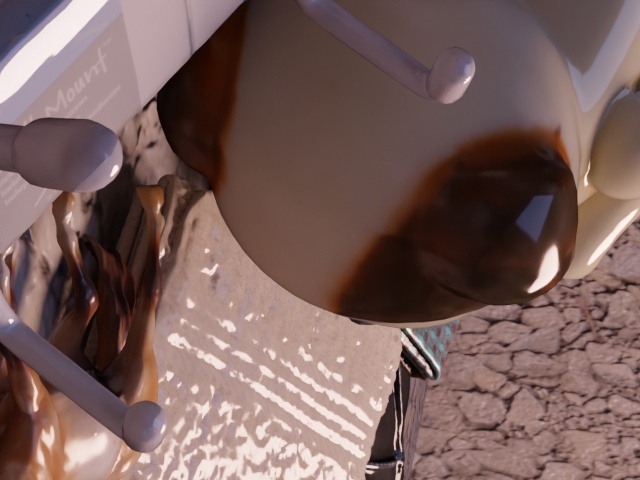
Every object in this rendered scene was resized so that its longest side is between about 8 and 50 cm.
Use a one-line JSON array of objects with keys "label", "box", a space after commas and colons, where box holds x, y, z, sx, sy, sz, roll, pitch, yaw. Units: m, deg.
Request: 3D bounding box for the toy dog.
[{"label": "toy dog", "box": [0.107, -0.123, 0.911, 0.408, 0.284, 0.395, -54, 168, -24]}]

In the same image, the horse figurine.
[{"label": "horse figurine", "box": [-0.125, 0.064, 0.790, 0.263, 0.066, 0.174, -29, 123, -75]}]

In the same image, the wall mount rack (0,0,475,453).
[{"label": "wall mount rack", "box": [-0.035, -0.069, 0.572, 0.350, 0.130, 0.304, -49, 166, -17]}]

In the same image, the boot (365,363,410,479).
[{"label": "boot", "box": [-0.012, 0.067, 1.209, 0.367, 0.146, 0.445, -47, 145, -67]}]

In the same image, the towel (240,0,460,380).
[{"label": "towel", "box": [0.045, -0.109, 1.137, 0.370, 0.040, 0.271, 53, 52, -44]}]

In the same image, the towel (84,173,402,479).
[{"label": "towel", "box": [-0.047, 0.092, 1.022, 0.282, 0.049, 0.187, 39, 62, -50]}]
